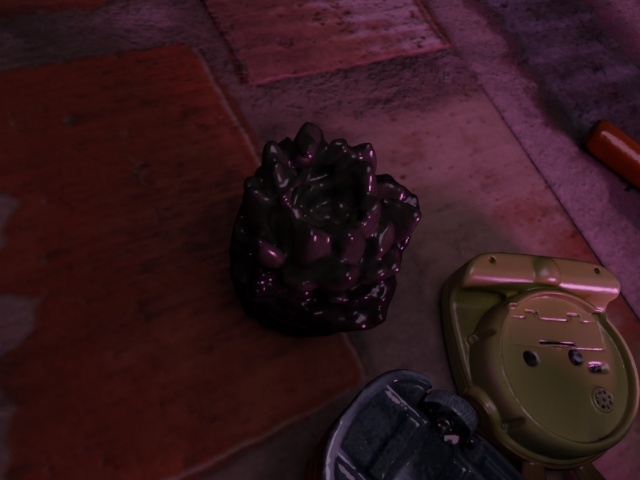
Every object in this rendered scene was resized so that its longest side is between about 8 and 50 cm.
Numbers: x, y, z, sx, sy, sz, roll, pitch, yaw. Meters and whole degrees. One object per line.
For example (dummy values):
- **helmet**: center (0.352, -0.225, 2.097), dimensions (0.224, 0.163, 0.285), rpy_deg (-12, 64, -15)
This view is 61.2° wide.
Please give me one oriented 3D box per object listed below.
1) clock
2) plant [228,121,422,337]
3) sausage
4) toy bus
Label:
- **clock**: center (0.206, 0.127, 0.484), dimensions (0.170, 0.069, 0.231), rpy_deg (5, 63, -14)
- **plant**: center (0.000, 0.000, 0.415), dimensions (0.132, 0.194, 0.129), rpy_deg (20, 65, -6)
- **sausage**: center (0.387, -0.097, 0.669), dimensions (0.131, 0.041, 0.039), rpy_deg (40, 55, 5)
- **toy bus**: center (0.102, 0.216, 0.378), dimensions (0.265, 0.120, 0.121), rpy_deg (43, 59, 5)
